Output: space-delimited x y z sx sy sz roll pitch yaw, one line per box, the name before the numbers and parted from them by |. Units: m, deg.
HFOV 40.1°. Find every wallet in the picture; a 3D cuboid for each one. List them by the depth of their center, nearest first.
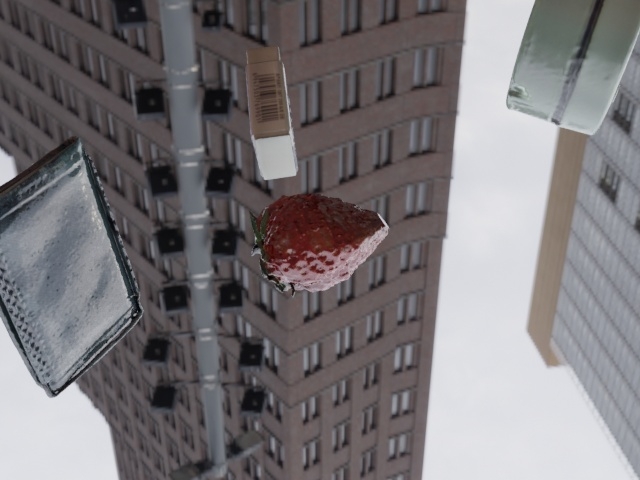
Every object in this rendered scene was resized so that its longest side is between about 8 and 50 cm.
wallet | -0.403 0.041 1.350 0.075 0.342 0.237 12 -140 33

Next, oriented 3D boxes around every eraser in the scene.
eraser | -0.102 -0.267 1.808 0.081 0.124 0.279 -9 -129 1

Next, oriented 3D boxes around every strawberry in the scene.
strawberry | -0.005 -0.004 1.014 0.148 0.131 0.131 -33 -146 9

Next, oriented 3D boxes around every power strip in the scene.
power strip | 0.434 -0.360 1.422 0.161 0.358 0.357 19 -143 12
